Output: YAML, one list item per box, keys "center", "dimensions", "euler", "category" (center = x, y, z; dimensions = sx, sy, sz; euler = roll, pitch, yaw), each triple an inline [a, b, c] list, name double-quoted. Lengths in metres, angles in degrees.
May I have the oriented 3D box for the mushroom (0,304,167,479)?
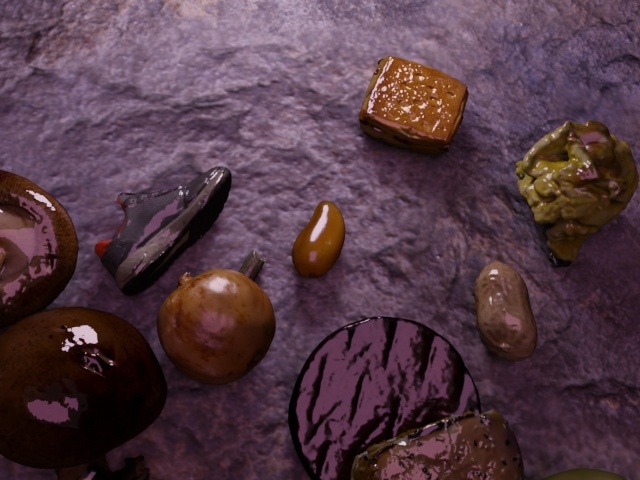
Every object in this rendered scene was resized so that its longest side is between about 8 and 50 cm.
- center: [-0.445, 0.301, 1.293]
  dimensions: [0.334, 0.356, 0.331]
  euler: [31, 51, 23]
  category: "mushroom"

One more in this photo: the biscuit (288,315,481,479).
- center: [0.135, 0.362, 1.448]
  dimensions: [0.408, 0.091, 0.407]
  euler: [2, 78, -11]
  category: "biscuit"

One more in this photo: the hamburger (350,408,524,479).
- center: [0.228, 0.472, 1.299]
  dimensions: [0.318, 0.195, 0.276]
  euler: [-20, 81, -11]
  category: "hamburger"

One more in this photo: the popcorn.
- center: [0.577, -0.130, 1.590]
  dimensions: [0.293, 0.237, 0.292]
  euler: [4, 72, -13]
  category: "popcorn"

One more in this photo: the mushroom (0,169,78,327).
- center: [-0.655, 0.022, 1.336]
  dimensions: [0.345, 0.239, 0.345]
  euler: [14, 61, -26]
  category: "mushroom"

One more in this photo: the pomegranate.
- center: [-0.205, 0.162, 1.361]
  dimensions: [0.248, 0.248, 0.248]
  euler: [3, 74, -10]
  category: "pomegranate"

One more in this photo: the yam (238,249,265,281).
- center: [-0.156, 0.069, 1.495]
  dimensions: [0.043, 0.043, 0.094]
  euler: [31, 73, -1]
  category: "yam"

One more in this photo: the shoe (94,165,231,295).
- center: [-0.340, -0.055, 1.460]
  dimensions: [0.171, 0.132, 0.336]
  euler: [39, 74, 11]
  category: "shoe"

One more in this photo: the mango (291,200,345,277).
- center: [0.000, 0.000, 1.525]
  dimensions: [0.102, 0.085, 0.184]
  euler: [22, 62, 0]
  category: "mango"

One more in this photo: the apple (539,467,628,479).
- center: [0.505, 0.607, 1.316]
  dimensions: [0.358, 0.357, 0.357]
  euler: [3, 74, -10]
  category: "apple"

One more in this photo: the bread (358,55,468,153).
- center: [0.219, -0.311, 1.646]
  dimensions: [0.235, 0.099, 0.210]
  euler: [20, 70, 1]
  category: "bread"

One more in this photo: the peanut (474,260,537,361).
- center: [0.402, 0.156, 1.535]
  dimensions: [0.129, 0.129, 0.224]
  euler: [-5, 70, -12]
  category: "peanut"
